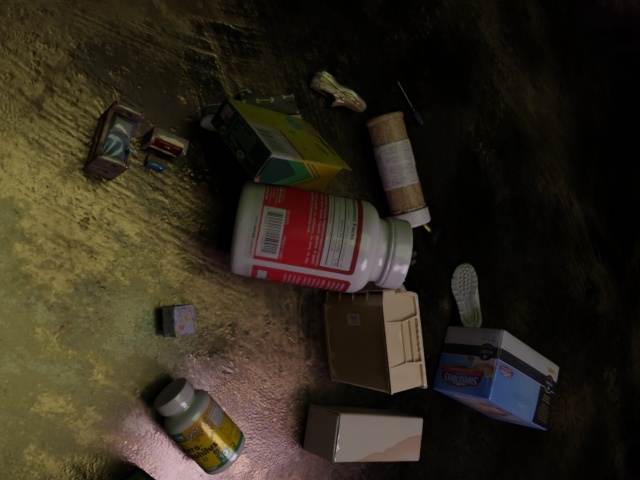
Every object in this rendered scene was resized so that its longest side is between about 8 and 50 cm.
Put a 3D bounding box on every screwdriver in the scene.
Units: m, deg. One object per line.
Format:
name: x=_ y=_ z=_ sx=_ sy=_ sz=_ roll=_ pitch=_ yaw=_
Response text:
screwdriver: x=0.301 y=-0.465 z=1.730 sx=0.024 sy=0.025 sz=0.170 roll=-41 pitch=100 yaw=-32

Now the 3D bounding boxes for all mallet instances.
mallet: x=0.340 y=-0.073 z=1.703 sx=0.189 sy=0.039 sz=0.062 roll=51 pitch=60 yaw=-17

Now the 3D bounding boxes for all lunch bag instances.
lunch bag: x=-0.320 y=0.184 z=1.169 sx=0.083 sy=0.053 sz=0.071 roll=2 pitch=83 yaw=-62

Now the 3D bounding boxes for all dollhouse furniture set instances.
dollhouse furniture set: x=-0.389 y=-0.193 z=1.111 sx=0.184 sy=0.129 sz=0.129 roll=20 pitch=74 yaw=-34

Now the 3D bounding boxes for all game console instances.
game console: x=0.255 y=0.181 z=1.625 sx=0.122 sy=0.071 sz=0.107 roll=-3 pitch=57 yaw=-38

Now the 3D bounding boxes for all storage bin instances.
storage bin: x=0.136 y=0.259 z=1.373 sx=0.123 sy=0.262 sz=0.260 roll=-3 pitch=87 yaw=-35

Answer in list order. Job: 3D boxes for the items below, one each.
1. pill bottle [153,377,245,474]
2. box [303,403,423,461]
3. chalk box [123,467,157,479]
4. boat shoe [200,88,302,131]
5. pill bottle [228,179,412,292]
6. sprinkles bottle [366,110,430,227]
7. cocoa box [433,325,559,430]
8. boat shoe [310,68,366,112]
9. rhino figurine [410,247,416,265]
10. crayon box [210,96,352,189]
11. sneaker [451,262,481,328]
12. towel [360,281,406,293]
pill bottle: x=-0.272 y=0.411 z=1.141 sx=0.117 sy=0.117 sz=0.208 roll=-45 pitch=112 yaw=-31
box: x=0.121 y=0.530 z=1.405 sx=0.311 sy=0.148 sz=0.121 roll=16 pitch=76 yaw=-33
chalk box: x=-0.368 y=0.590 z=1.011 sx=0.179 sy=0.180 sz=0.289 roll=-32 pitch=105 yaw=-35
boat shoe: x=-0.177 y=-0.333 z=1.302 sx=0.305 sy=0.109 sz=0.091 roll=-13 pitch=92 yaw=-43
pill bottle: x=0.000 y=0.000 z=1.225 sx=0.408 sy=0.229 sz=0.229 roll=10 pitch=77 yaw=-7
sprinkles bottle: x=0.242 y=-0.214 z=1.589 sx=0.121 sy=0.121 sz=0.355 roll=-20 pitch=97 yaw=-36
cocoa box: x=0.589 y=0.459 z=1.705 sx=0.347 sy=0.231 sz=0.228 roll=32 pitch=68 yaw=-30
boat shoe: x=0.049 y=-0.425 z=1.512 sx=0.190 sy=0.068 sz=0.072 roll=29 pitch=81 yaw=-21
rhino figurine: x=0.191 y=0.010 z=1.549 sx=0.243 sy=0.073 sz=0.106 roll=8 pitch=44 yaw=-35
crayon box: x=-0.083 y=-0.222 z=1.228 sx=0.318 sy=0.081 sz=0.202 roll=0 pitch=47 yaw=-53
sneaker: x=0.513 y=0.198 z=1.780 sx=0.095 sy=0.090 sz=0.235 roll=32 pitch=54 yaw=-62
towel: x=0.137 y=0.068 z=1.439 sx=0.049 sy=0.187 sz=0.282 roll=-33 pitch=105 yaw=-31
